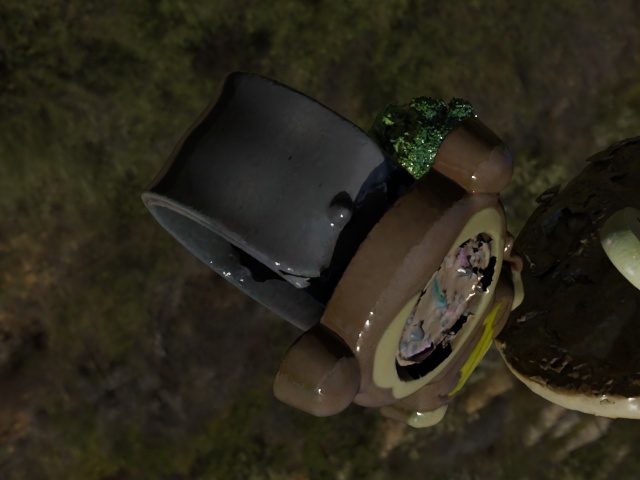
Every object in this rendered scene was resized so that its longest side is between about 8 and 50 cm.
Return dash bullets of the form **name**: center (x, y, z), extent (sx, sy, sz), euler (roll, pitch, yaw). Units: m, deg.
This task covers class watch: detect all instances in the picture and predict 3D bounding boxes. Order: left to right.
- **watch**: center (0.000, 0.000, 1.346), extent (0.314, 0.327, 0.335), euler (-55, 152, -9)

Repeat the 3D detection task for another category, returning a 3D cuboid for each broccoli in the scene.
- **broccoli**: center (0.139, -0.114, 1.825), extent (0.156, 0.195, 0.195), euler (24, -141, 26)

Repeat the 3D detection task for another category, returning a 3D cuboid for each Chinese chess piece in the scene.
- **Chinese chess piece**: center (0.268, 0.010, 1.118), extent (0.034, 0.084, 0.084), euler (-47, 180, 26)

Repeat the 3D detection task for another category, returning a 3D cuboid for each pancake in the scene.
- **pancake**: center (0.368, 0.026, 1.442), extent (0.382, 0.071, 0.382), euler (-18, -134, 19)
